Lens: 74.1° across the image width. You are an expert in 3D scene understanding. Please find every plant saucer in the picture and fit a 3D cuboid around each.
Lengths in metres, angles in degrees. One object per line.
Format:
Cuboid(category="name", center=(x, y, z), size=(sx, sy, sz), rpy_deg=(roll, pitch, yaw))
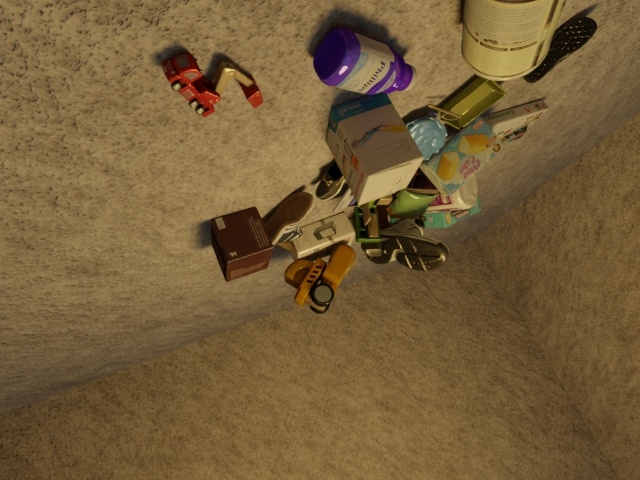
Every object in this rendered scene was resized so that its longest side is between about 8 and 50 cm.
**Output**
Cuboid(category="plant saucer", center=(0.490, -0.455, 1.385), size=(0.188, 0.045, 0.188), rpy_deg=(-37, 159, 33))

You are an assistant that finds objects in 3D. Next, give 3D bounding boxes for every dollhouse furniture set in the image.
Cuboid(category="dollhouse furniture set", center=(0.297, -0.095, 1.624), size=(0.301, 0.151, 0.197), rpy_deg=(0, 159, -12))

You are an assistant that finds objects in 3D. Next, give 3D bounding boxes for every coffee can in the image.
Cuboid(category="coffee can", center=(0.403, -0.499, 0.886), size=(0.201, 0.202, 0.275), rpy_deg=(-28, 162, 9))

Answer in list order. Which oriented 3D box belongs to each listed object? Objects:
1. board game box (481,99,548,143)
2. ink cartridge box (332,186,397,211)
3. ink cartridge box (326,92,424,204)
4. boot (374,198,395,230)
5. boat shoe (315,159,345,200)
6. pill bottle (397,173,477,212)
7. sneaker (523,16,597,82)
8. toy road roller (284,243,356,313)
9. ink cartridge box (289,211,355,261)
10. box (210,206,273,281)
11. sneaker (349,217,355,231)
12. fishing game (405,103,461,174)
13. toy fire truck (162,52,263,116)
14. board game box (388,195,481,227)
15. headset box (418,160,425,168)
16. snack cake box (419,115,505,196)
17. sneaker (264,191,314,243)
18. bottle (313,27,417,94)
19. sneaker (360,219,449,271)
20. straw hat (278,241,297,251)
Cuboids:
Cuboid(category="board game box", center=(0.733, -0.451, 1.706), size=(0.305, 0.053, 0.193), rpy_deg=(-19, 162, -17))
Cuboid(category="ink cartridge box", center=(0.213, -0.237, 1.607), size=(0.307, 0.072, 0.304), rpy_deg=(-14, 160, -25))
Cuboid(category="ink cartridge box", center=(0.142, -0.253, 1.182), size=(0.168, 0.233, 0.171), rpy_deg=(-21, 162, -13))
Cuboid(category="boot", center=(0.254, -0.051, 1.990), size=(0.211, 0.104, 0.295), rpy_deg=(-23, 131, -32))
Cuboid(category="boat shoe", center=(0.049, -0.220, 1.416), size=(0.068, 0.081, 0.228), rpy_deg=(1, 142, -48))
Cuboid(category="pill bottle", center=(0.477, -0.201, 1.763), size=(0.169, 0.169, 0.301), rpy_deg=(-8, -177, -43))
Cuboid(category="sneaker", center=(0.726, -0.589, 1.311), size=(0.234, 0.084, 0.097), rpy_deg=(-39, -178, 39))
Cuboid(category="toy road roller", center=(-0.013, 0.143, 1.870), size=(0.330, 0.240, 0.202), rpy_deg=(-57, 173, -20))
Cuboid(category="ink cartridge box", center=(0.000, 0.000, 1.908), size=(0.272, 0.115, 0.198), rpy_deg=(-20, 162, -13))
Cuboid(category="box", center=(-0.281, 0.019, 1.497), size=(0.167, 0.169, 0.203), rpy_deg=(-18, 161, -21))
Cuboid(category="sneaker", center=(0.183, -0.058, 2.053), size=(0.094, 0.090, 0.235), rpy_deg=(-19, 166, 38))
Cuboid(category="fishing game", center=(0.323, -0.332, 1.400), size=(0.189, 0.041, 0.264), rpy_deg=(6, 138, -24))
Cuboid(category="toy fire truck", center=(-0.208, -0.314, 0.849), size=(0.135, 0.047, 0.192), rpy_deg=(-28, 161, 6))
Cuboid(category="board game box", center=(0.528, -0.137, 1.988), size=(0.253, 0.079, 0.336), rpy_deg=(-23, -166, -31))
Cuboid(category="headset box", center=(0.387, -0.309, 1.685), size=(0.083, 0.032, 0.062), rpy_deg=(-19, 161, -24))
Cuboid(category="snack cake box", center=(0.509, -0.303, 1.534), size=(0.264, 0.152, 0.089), rpy_deg=(-42, -176, -2))
Cuboid(category="sneaker", center=(-0.095, -0.083, 1.578), size=(0.282, 0.099, 0.153), rpy_deg=(-40, 162, 31))
Cuboid(category="bottle", center=(0.116, -0.396, 0.973), size=(0.282, 0.092, 0.118), rpy_deg=(-7, 154, -45))
Cuboid(category="sneaker", center=(0.389, -0.020, 1.769), size=(0.257, 0.169, 0.447), rpy_deg=(-41, -157, -25))
Cuboid(category="straw hat", center=(-0.143, -0.012, 1.759), size=(0.061, 0.144, 0.144), rpy_deg=(-63, 168, -13))
